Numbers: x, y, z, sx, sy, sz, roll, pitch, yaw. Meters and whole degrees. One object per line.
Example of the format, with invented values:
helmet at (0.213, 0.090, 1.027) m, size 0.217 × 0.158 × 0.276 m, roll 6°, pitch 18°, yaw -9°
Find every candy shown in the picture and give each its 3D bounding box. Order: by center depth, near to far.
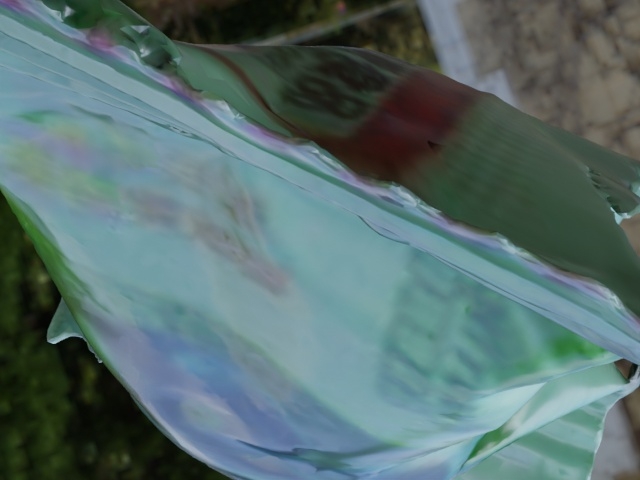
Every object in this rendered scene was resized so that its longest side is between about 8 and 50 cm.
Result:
candy at (-0.003, 0.006, 0.631) m, size 0.262 × 0.172 × 0.398 m, roll 15°, pitch 174°, yaw 8°
